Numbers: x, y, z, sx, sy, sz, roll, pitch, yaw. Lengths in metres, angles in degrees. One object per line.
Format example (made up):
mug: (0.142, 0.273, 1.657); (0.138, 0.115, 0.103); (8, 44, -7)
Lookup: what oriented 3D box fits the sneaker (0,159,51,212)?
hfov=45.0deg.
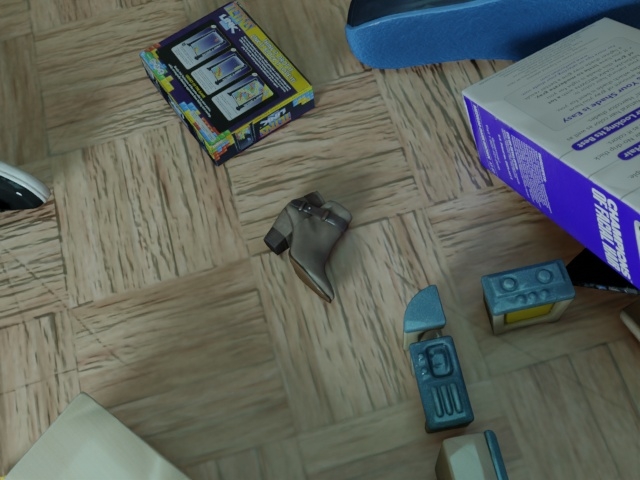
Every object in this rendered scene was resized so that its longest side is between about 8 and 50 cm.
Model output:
sneaker: (-0.410, -0.033, 0.857); (0.216, 0.079, 0.121); (13, 69, 20)

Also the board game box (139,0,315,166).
board game box: (-0.111, -0.190, 0.917); (0.141, 0.048, 0.170); (-32, 65, -13)

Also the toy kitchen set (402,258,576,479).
toy kitchen set: (0.172, 0.124, 0.697); (0.166, 0.122, 0.207); (-12, 64, -1)

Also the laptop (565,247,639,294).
laptop: (0.407, 0.024, 0.716); (0.234, 0.264, 0.137); (-40, 108, -18)

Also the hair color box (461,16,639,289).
hair color box: (0.295, -0.084, 0.709); (0.185, 0.110, 0.339); (-27, 33, -4)

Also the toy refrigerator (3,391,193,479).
toy refrigerator: (-0.134, 0.260, 0.676); (0.269, 0.094, 0.102); (33, 69, 16)

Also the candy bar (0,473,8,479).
candy bar: (-0.264, 0.288, 0.715); (0.040, 0.018, 0.162); (-24, 64, -7)

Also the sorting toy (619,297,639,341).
sorting toy: (0.422, 0.098, 0.739); (0.208, 0.038, 0.193); (-28, 65, -13)

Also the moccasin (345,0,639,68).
moccasin: (0.198, -0.285, 0.888); (0.341, 0.138, 0.117); (0, 60, 4)

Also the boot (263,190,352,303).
boot: (0.000, 0.000, 0.819); (0.087, 0.042, 0.118); (-40, 68, -16)
